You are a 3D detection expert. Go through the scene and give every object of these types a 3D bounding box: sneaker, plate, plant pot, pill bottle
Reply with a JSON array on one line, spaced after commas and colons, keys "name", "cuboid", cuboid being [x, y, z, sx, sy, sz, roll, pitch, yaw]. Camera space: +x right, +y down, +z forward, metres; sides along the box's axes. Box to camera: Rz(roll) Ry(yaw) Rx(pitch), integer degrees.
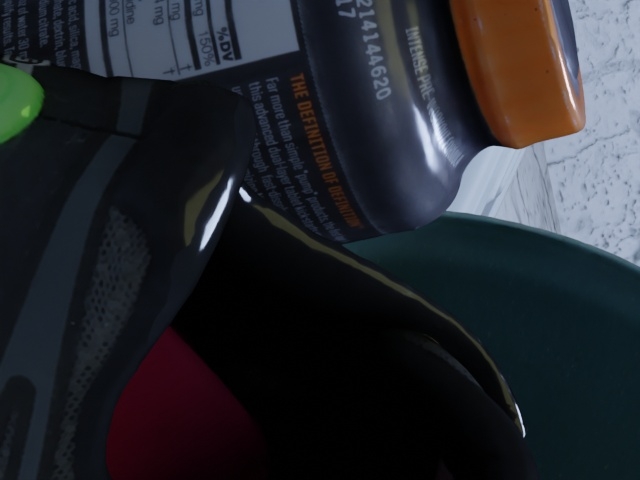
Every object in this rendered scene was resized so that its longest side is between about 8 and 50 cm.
[{"name": "sneaker", "cuboid": [-0.019, 0.127, 0.543, 0.483, 0.202, 0.185, 59, 38, -46]}, {"name": "plate", "cuboid": [0.145, -0.078, 1.407, 0.278, 0.045, 0.277, -30, 144, -76]}, {"name": "plant pot", "cuboid": [0.071, 0.137, 0.857, 0.293, 0.293, 0.196, -74, 176, -61]}, {"name": "pill bottle", "cuboid": [-0.033, -0.055, 0.587, 0.130, 0.245, 0.131, -11, 90, -76]}]
